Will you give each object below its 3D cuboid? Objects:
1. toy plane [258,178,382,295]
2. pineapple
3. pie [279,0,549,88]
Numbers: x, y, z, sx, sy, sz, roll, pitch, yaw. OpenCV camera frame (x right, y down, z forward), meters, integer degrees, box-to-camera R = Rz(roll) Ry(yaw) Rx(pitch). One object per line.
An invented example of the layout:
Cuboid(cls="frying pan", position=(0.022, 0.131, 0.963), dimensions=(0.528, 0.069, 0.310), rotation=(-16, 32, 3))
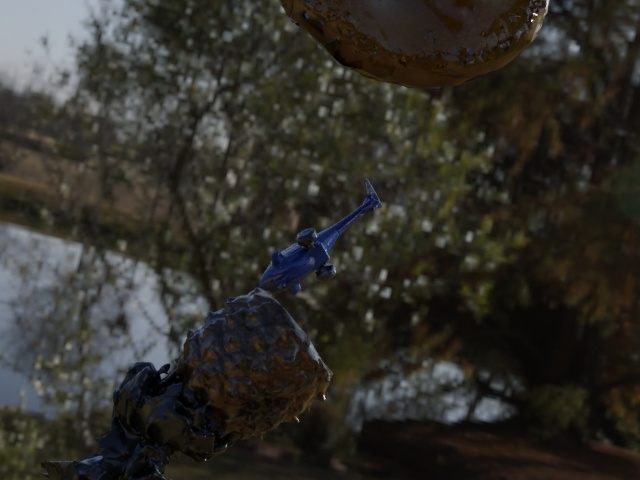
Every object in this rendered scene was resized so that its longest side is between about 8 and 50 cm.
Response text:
Cuboid(cls="toy plane", position=(0.000, 0.000, 1.336), dimensions=(0.062, 0.167, 0.054), rotation=(15, -41, 58))
Cuboid(cls="pineapple", position=(-0.105, 0.141, 1.030), dimensions=(0.119, 0.237, 0.111), rotation=(39, -19, 47))
Cuboid(cls="pie", position=(0.073, -0.245, 1.191), dimensions=(0.273, 0.273, 0.069), rotation=(14, -31, -7))
